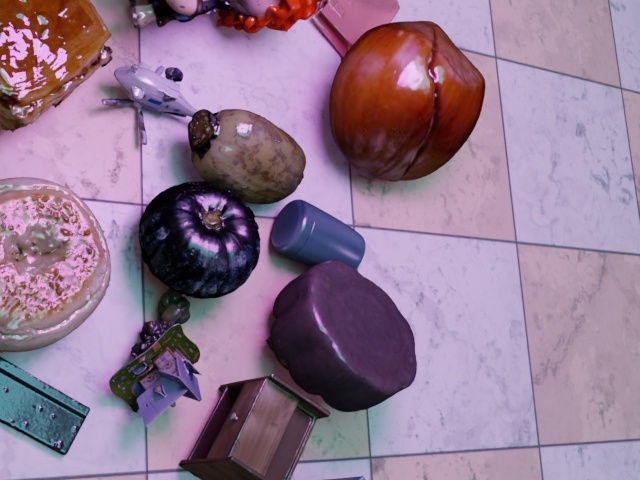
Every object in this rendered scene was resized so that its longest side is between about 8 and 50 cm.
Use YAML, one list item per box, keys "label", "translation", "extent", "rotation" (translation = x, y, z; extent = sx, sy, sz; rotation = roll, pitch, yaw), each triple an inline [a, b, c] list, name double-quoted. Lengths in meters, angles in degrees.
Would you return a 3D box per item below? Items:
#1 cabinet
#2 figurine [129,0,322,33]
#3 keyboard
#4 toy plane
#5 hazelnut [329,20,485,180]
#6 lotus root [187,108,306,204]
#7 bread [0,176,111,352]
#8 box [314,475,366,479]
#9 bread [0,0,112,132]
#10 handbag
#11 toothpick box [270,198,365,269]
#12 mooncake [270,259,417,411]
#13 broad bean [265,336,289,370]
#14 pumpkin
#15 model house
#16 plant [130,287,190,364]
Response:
- label: "cabinet"
  translation: [-0.124, 0.358, 1.681]
  extent: [0.148, 0.215, 0.175]
  rotation: [38, 59, -20]
- label: "figurine"
  translation: [-0.191, -0.510, 1.821]
  extent: [0.411, 0.306, 0.241]
  rotation: [-18, 97, -34]
- label: "keyboard"
  translation: [-0.536, 0.246, 1.556]
  extent: [0.309, 0.018, 0.101]
  rotation: [35, 62, -21]
- label: "toy plane"
  translation: [-0.281, -0.259, 1.811]
  extent: [0.273, 0.107, 0.182]
  rotation: [38, 51, -19]
- label: "hazelnut"
  translation: [0.180, -0.304, 2.022]
  extent: [0.372, 0.315, 0.373]
  rotation: [-11, 113, -26]
- label: "lotus root"
  translation: [-0.128, -0.163, 1.842]
  extent: [0.309, 0.173, 0.173]
  rotation: [22, 64, -48]
- label: "bread"
  translation: [-0.506, 0.040, 1.547]
  extent: [0.305, 0.158, 0.306]
  rotation: [9, 74, -35]
- label: "box"
  translation: [-0.011, 0.517, 1.696]
  extent: [0.153, 0.245, 0.092]
  rotation: [-35, 95, -36]
- label: "bread"
  translation: [-0.552, -0.380, 1.627]
  extent: [0.325, 0.167, 0.277]
  rotation: [54, 52, -19]
- label: "handbag"
  translation: [0.082, -0.534, 2.161]
  extent: [0.157, 0.059, 0.212]
  rotation: [45, 56, -17]
- label: "toothpick box"
  translation: [0.000, 0.000, 1.924]
  extent: [0.184, 0.120, 0.120]
  rotation: [25, 65, -30]
- label: "mooncake"
  translation: [0.045, 0.194, 1.842]
  extent: [0.306, 0.154, 0.306]
  rotation: [30, 42, -31]
- label: "broad bean"
  translation: [-0.015, 0.266, 1.885]
  extent: [0.254, 0.046, 0.065]
  rotation: [34, 54, -24]
- label: "pumpkin"
  translation: [-0.225, -0.003, 1.734]
  extent: [0.233, 0.163, 0.233]
  rotation: [16, 48, -19]
- label: "model house"
  translation: [-0.273, 0.249, 1.636]
  extent: [0.167, 0.088, 0.117]
  rotation: [-39, 135, -13]
- label: "plant"
  translation: [-0.289, 0.160, 1.712]
  extent: [0.174, 0.087, 0.085]
  rotation: [-65, 149, -32]
